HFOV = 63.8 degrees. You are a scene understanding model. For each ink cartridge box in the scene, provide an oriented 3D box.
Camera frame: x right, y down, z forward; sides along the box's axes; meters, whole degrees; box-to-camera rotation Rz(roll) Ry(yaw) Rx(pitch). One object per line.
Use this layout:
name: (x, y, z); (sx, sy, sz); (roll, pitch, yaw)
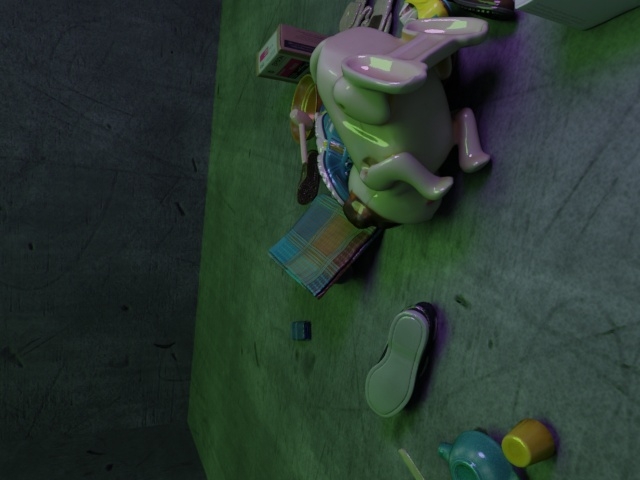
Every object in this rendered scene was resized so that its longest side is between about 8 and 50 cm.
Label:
ink cartridge box: (-0.085, -0.601, 1.690); (0.235, 0.194, 0.088); (171, 101, -65)

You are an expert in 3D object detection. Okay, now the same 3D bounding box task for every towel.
towel: (0.000, 0.000, 1.477); (0.271, 0.040, 0.370); (-48, 29, -4)
towel: (-0.069, 0.311, 1.773); (0.119, 0.029, 0.067); (158, 111, -63)

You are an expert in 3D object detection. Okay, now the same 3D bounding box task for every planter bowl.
planter bowl: (-0.017, -0.414, 1.649); (0.217, 0.091, 0.216); (-177, 90, -65)

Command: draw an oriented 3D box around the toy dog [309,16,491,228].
toy dog: (0.133, -0.198, 1.043); (0.396, 0.284, 0.407); (15, 136, 31)

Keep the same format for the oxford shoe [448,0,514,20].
oxford shoe: (0.305, -0.490, 0.993); (0.096, 0.083, 0.227); (-65, 34, 31)

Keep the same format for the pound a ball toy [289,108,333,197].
pound a ball toy: (0.053, -0.244, 1.401); (0.208, 0.136, 0.318); (-24, 64, 28)

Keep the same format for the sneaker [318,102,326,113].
sneaker: (0.059, -0.432, 1.527); (0.087, 0.083, 0.221); (21, 108, 43)

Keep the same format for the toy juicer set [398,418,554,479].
toy juicer set: (0.302, 0.451, 0.930); (0.329, 0.090, 0.209); (-38, 67, 48)

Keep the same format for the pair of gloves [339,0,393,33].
pair of gloves: (0.125, -0.595, 1.405); (0.240, 0.042, 0.204); (27, 100, 58)

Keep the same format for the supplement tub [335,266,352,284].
supplement tub: (0.021, 0.064, 1.517); (0.198, 0.106, 0.105); (-148, 63, -61)

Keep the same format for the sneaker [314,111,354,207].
sneaker: (0.053, -0.205, 1.245); (0.110, 0.107, 0.275); (-16, 68, 22)

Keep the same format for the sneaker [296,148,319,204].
sneaker: (-0.037, -0.213, 1.731); (0.071, 0.066, 0.188); (-109, 34, -69)

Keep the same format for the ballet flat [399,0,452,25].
ballet flat: (0.213, -0.498, 1.122); (0.077, 0.077, 0.231); (-39, 26, 14)

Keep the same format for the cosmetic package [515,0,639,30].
cosmetic package: (0.387, -0.430, 0.732); (0.151, 0.152, 0.183); (177, 96, -65)

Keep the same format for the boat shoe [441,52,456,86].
boat shoe: (0.210, -0.320, 1.168); (0.341, 0.122, 0.110); (-58, 3, 47)

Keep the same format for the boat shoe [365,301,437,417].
boat shoe: (0.190, 0.274, 1.169); (0.114, 0.091, 0.302); (34, 123, 23)
